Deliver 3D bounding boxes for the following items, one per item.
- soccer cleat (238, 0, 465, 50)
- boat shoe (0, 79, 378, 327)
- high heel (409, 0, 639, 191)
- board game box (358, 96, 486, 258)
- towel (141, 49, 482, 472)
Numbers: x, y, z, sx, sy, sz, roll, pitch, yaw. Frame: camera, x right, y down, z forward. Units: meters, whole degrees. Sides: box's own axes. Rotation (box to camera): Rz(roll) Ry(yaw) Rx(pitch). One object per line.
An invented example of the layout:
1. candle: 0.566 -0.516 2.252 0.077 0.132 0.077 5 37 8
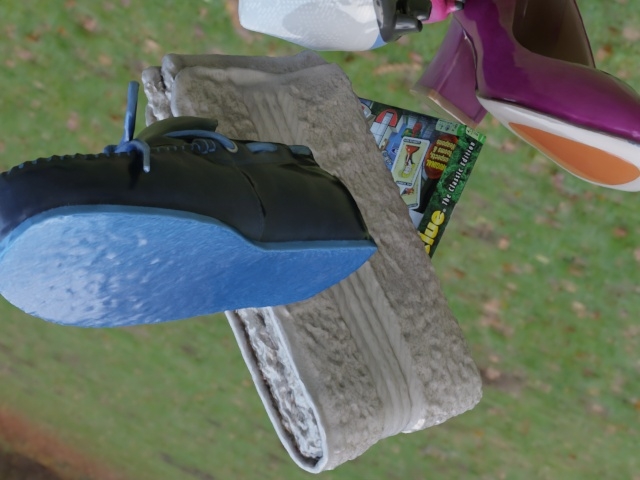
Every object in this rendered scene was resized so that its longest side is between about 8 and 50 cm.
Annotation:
1. soccer cleat: 0.030 -0.220 1.047 0.143 0.116 0.331 0 -165 15
2. boat shoe: -0.074 -0.013 0.638 0.258 0.109 0.089 10 -129 -62
3. high heel: 0.200 -0.159 1.060 0.127 0.181 0.377 34 -179 -29
4. board game box: 0.012 -0.050 1.059 0.030 0.136 0.260 23 180 -39
5. towel: 0.000 0.000 0.871 0.049 0.282 0.187 -34 166 38
